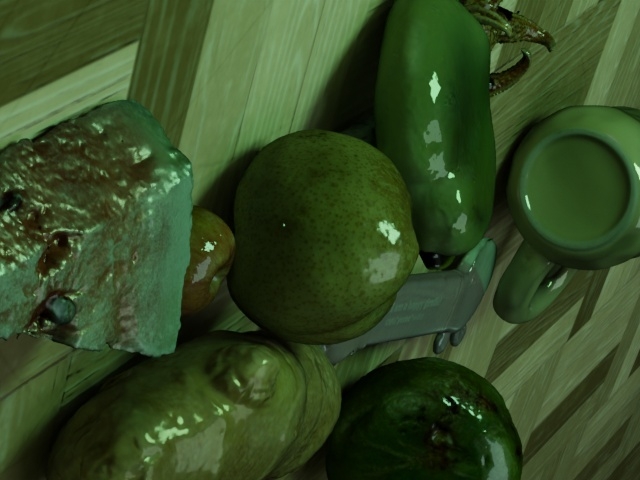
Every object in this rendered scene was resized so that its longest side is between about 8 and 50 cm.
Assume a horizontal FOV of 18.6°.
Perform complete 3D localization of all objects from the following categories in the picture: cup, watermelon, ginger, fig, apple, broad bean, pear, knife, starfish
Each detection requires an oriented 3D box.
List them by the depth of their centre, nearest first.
[{"bbox_3d":[-0.161,0.002,1.176,0.241,0.094,0.154,-16,125,-60],"label":"watermelon"},{"bbox_3d":[-0.100,0.011,1.343,0.084,0.071,0.084,-56,168,-18],"label":"apple"},{"bbox_3d":[0.000,0.000,1.457,0.167,0.136,0.167,-175,-90,-85],"label":"pear"},{"bbox_3d":[-0.078,0.133,1.477,0.190,0.126,0.354,-47,169,19],"label":"ginger"},{"bbox_3d":[0.092,-0.090,1.566,0.169,0.100,0.228,-32,124,-67],"label":"broad bean"},{"bbox_3d":[0.156,-0.181,1.713,0.190,0.074,0.146,-32,147,-55],"label":"starfish"},{"bbox_3d":[0.086,0.061,1.927,0.398,0.038,0.132,-6,116,-66],"label":"knife"},{"bbox_3d":[0.107,0.197,1.989,0.235,0.203,0.203,-71,-176,-73],"label":"fig"},{"bbox_3d":[0.268,-0.039,2.111,0.255,0.173,0.202,-32,171,21],"label":"cup"}]

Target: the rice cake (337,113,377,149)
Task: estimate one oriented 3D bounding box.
[{"bbox_3d":[0.018,-0.014,1.652,0.124,0.038,0.211,-33,146,-53],"label":"rice cake"}]
